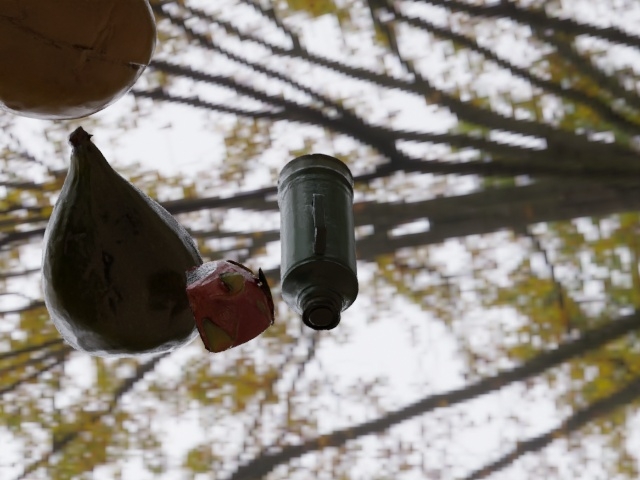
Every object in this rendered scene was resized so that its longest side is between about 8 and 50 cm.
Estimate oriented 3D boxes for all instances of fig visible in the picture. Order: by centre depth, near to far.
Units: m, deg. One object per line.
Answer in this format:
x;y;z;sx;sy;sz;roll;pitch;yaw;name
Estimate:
-0.155;0.000;1.435;0.126;0.133;0.185;-10;-80;-65;fig

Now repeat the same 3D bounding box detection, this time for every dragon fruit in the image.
-0.067;0.043;1.354;0.083;0.060;0.056;-94;-11;-71;dragon fruit

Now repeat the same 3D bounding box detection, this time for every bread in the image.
-0.186;-0.134;1.091;0.189;0.077;0.114;18;-66;-27;bread

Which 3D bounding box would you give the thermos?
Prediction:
0.002;0.004;1.617;0.073;0.083;0.188;28;-146;-24;thermos
